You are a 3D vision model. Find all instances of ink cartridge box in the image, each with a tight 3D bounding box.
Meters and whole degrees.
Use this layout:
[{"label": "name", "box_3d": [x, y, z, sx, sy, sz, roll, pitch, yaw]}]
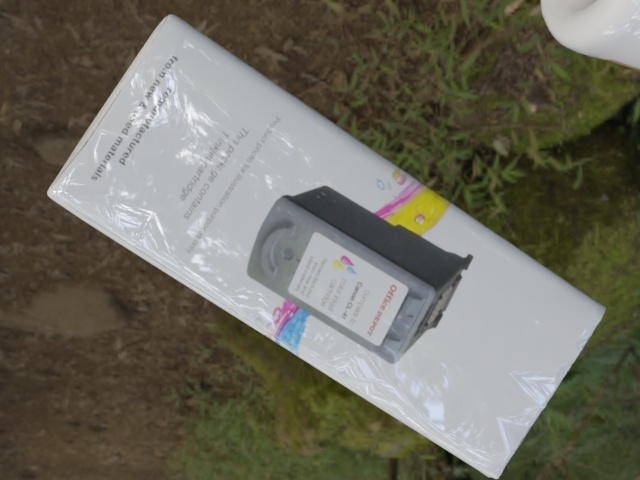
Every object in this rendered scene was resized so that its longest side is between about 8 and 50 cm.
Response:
[{"label": "ink cartridge box", "box_3d": [0.000, 0.000, 0.615, 0.306, 0.131, 0.226, 32, -179, -7]}]

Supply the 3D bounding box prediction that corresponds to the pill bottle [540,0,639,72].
[{"label": "pill bottle", "box_3d": [0.228, -0.117, 0.407, 0.229, 0.131, 0.131, 15, 147, -12]}]
